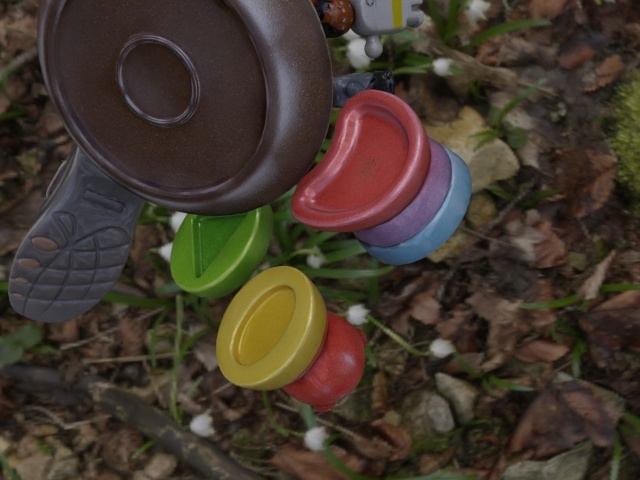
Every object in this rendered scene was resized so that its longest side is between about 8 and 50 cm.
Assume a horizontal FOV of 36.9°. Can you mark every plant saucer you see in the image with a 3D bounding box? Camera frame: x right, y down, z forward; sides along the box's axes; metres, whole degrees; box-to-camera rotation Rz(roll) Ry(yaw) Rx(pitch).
[{"bbox_3d":[-0.141,-0.153,0.888,0.311,0.050,0.310,11,121,19],"label":"plant saucer"}]

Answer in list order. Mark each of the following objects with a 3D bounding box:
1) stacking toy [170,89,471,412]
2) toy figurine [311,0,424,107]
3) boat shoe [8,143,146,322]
[{"bbox_3d":[0.000,0.000,0.985,0.309,0.130,0.279,-54,39,0],"label":"stacking toy"},{"bbox_3d":[0.006,-0.271,1.156,0.209,0.148,0.213,66,153,26],"label":"toy figurine"},{"bbox_3d":[-0.294,-0.043,1.253,0.355,0.132,0.130,-53,21,22],"label":"boat shoe"}]
